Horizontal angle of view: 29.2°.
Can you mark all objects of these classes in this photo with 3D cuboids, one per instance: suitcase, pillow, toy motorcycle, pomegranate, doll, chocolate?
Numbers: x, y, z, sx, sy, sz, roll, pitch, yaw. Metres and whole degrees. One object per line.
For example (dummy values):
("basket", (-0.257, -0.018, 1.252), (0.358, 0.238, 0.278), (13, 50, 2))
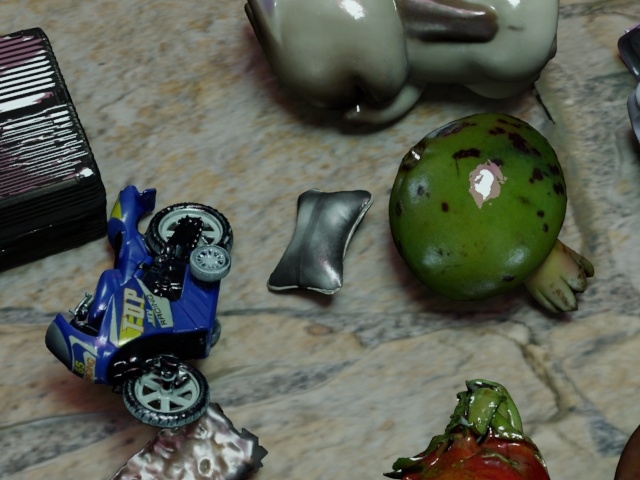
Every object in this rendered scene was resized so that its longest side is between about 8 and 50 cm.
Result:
("suitcase", (-0.412, -0.072, 1.305), (0.335, 0.152, 0.229), (-19, 64, -12))
("pillow", (-0.001, -0.001, 1.331), (0.091, 0.055, 0.135), (18, 60, 11))
("toy motorcycle", (-0.180, 0.059, 1.245), (0.169, 0.113, 0.315), (7, 43, -4))
("pomegranate", (0.185, -0.019, 1.289), (0.248, 0.202, 0.202), (39, 63, -15))
("doll", (0.108, -0.247, 1.381), (0.370, 0.215, 0.226), (-16, 96, 1))
("chocolate", (-0.195, 0.284, 1.162), (0.102, 0.065, 0.329), (44, 68, 10))

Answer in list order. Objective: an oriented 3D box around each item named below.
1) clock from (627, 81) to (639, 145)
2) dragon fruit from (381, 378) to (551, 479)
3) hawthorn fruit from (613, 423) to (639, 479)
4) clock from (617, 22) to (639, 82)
("clock", (0.441, -0.055, 1.321), (0.189, 0.189, 0.254), (-8, 74, -6))
("dragon fruit", (0.125, 0.246, 1.119), (0.200, 0.198, 0.269), (19, 53, -42))
("hawthorn fruit", (0.422, 0.235, 1.095), (0.308, 0.325, 0.308), (-1, 89, 30))
("clock", (0.399, -0.208, 1.411), (0.050, 0.152, 0.110), (-33, 90, 1))
